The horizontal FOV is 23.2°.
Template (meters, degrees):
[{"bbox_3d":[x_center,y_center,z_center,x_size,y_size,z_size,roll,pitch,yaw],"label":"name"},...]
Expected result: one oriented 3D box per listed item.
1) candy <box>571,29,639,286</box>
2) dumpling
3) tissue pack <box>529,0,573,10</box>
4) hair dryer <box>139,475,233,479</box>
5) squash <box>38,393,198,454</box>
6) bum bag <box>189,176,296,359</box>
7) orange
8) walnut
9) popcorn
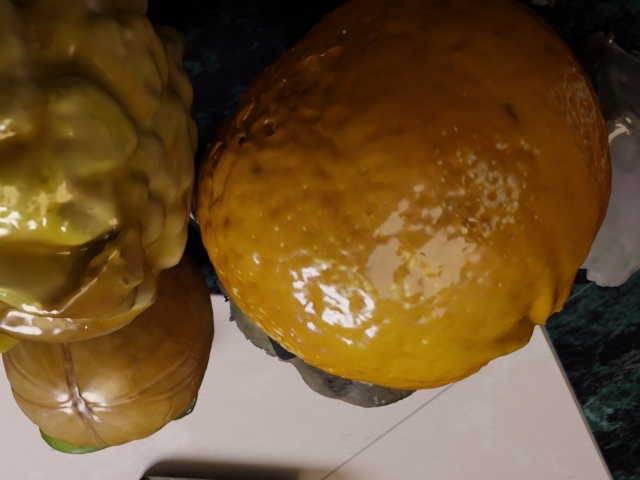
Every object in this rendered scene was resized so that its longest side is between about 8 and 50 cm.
[{"bbox_3d":[0.266,-0.068,1.417,0.185,0.137,0.195,24,126,-33],"label":"candy"},{"bbox_3d":[0.005,0.106,1.588,0.332,0.086,0.166,29,126,-32],"label":"dumpling"},{"bbox_3d":[0.222,-0.324,1.131,0.332,0.123,0.245,-36,137,26],"label":"tissue pack"},{"bbox_3d":[-0.156,0.406,1.879,0.203,0.128,0.362,6,143,-20],"label":"hair dryer"},{"bbox_3d":[-0.220,0.167,1.607,0.188,0.095,0.095,-26,138,38],"label":"squash"},{"bbox_3d":[-0.032,0.012,1.449,0.123,0.060,0.248,-39,121,-8],"label":"bum bag"},{"bbox_3d":[0.076,-0.040,1.239,0.293,0.340,0.340,47,122,3],"label":"orange"},{"bbox_3d":[-0.194,0.088,1.429,0.193,0.225,0.193,-1,117,-1],"label":"walnut"},{"bbox_3d":[-0.241,-0.066,1.222,0.349,0.349,0.382,-31,164,21],"label":"popcorn"}]
